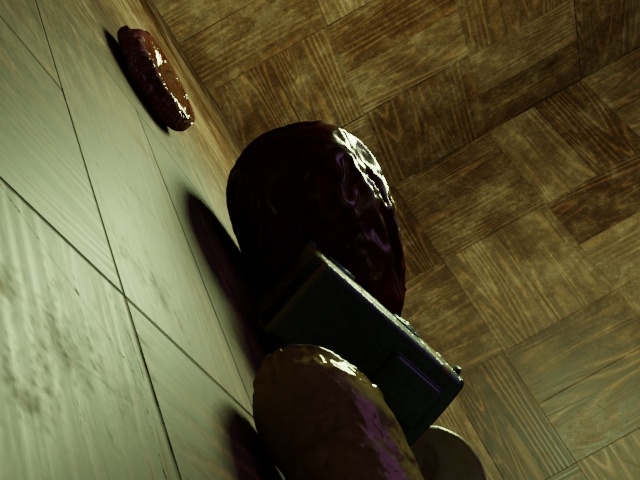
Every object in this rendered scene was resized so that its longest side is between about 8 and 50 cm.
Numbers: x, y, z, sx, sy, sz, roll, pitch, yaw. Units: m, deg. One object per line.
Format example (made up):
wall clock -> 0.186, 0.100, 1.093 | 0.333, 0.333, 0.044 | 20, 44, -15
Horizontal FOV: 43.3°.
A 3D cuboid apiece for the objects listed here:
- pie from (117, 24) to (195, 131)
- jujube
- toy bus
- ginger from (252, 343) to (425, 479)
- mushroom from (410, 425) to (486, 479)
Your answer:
pie -> -0.256, -0.249, 1.246 | 0.182, 0.049, 0.182 | 60, 6, -11
jujube -> -0.001, -0.001, 1.278 | 0.276, 0.276, 0.377 | -116, -166, -73
toy bus -> 0.053, 0.142, 1.089 | 0.275, 0.138, 0.167 | 42, 1, -9
ginger -> 0.048, 0.249, 0.694 | 0.354, 0.126, 0.190 | 58, 11, 13
mushroom -> 0.157, 0.367, 1.215 | 0.236, 0.173, 0.162 | 61, -1, 22
